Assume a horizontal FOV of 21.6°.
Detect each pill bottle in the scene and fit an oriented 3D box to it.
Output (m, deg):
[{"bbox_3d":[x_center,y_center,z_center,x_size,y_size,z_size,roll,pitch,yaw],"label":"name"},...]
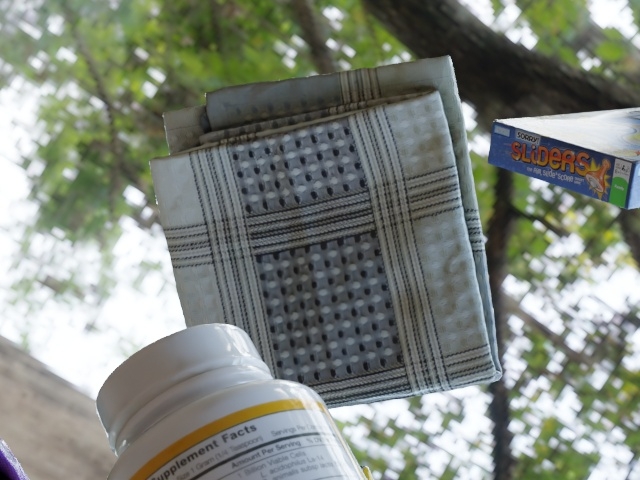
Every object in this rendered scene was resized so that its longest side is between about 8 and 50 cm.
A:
[{"bbox_3d":[-0.025,0.147,0.770,0.117,0.117,0.215,-42,-120,21],"label":"pill bottle"}]

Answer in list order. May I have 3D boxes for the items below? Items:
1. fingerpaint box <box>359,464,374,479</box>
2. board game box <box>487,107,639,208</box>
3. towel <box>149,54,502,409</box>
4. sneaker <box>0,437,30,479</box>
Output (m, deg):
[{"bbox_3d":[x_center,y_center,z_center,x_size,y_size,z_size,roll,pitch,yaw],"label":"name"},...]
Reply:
[{"bbox_3d":[-0.021,0.540,1.880,0.371,0.445,0.163,-32,-171,-37],"label":"fingerpaint box"},{"bbox_3d":[0.243,-0.065,1.255,0.136,0.201,0.035,22,-68,44],"label":"board game box"},{"bbox_3d":[0.000,0.000,1.598,0.312,0.056,0.324,-10,-90,21],"label":"towel"},{"bbox_3d":[-0.207,0.193,1.073,0.095,0.236,0.104,-41,-164,-26],"label":"sneaker"}]
